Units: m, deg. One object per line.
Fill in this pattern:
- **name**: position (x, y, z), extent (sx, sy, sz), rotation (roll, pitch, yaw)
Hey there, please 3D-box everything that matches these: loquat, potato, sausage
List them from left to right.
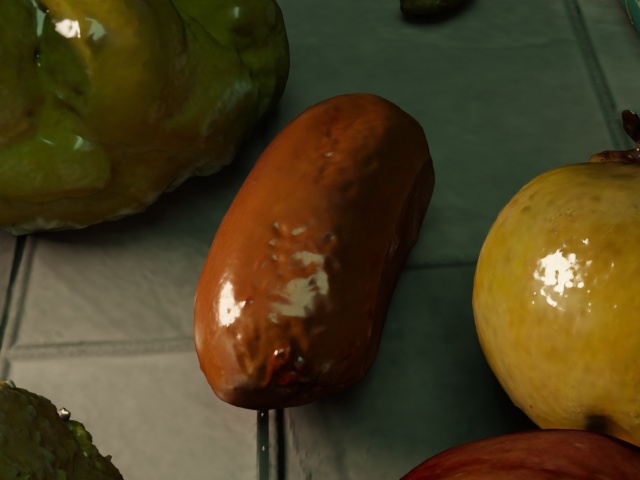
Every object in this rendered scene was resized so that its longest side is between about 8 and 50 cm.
- **sausage**: position (-0.003, -0.001, 0.587), extent (0.133, 0.133, 0.258), rotation (15, 54, 13)
- **potato**: position (0.118, -0.239, 0.825), extent (0.092, 0.045, 0.046), rotation (-24, 53, -13)
- **loquat**: position (0.202, 0.035, 0.495), extent (0.213, 0.213, 0.213), rotation (-1, 51, 1)

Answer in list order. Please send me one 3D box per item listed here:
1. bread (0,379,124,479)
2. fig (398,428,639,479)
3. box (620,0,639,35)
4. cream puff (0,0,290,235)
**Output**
- **bread**: position (-0.165, 0.172, 0.407), extent (0.176, 0.196, 0.246), rotation (-21, 53, -9)
- **fig**: position (0.068, 0.178, 0.416), extent (0.249, 0.186, 0.204), rotation (10, 38, 31)
- **box**: position (0.375, -0.192, 0.763), extent (0.161, 0.041, 0.229), rotation (-14, 51, 7)
- **cream puff**: position (-0.218, -0.200, 0.661), extent (0.378, 0.276, 0.378), rotation (1, 52, -1)
